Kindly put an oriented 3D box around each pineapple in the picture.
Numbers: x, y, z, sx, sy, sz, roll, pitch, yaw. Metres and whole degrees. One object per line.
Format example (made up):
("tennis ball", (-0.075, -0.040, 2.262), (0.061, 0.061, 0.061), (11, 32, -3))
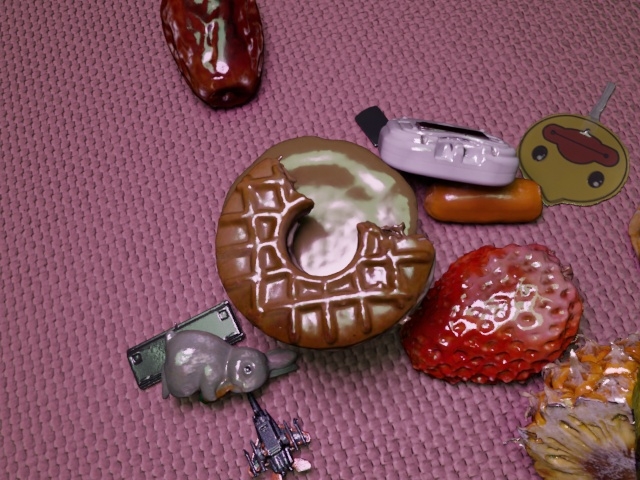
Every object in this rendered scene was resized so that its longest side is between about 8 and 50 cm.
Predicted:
("pineapple", (0.460, 0.276, 0.957), (0.209, 0.344, 0.286), (4, 34, 38))

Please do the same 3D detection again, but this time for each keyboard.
("keyboard", (-0.271, 0.205, 1.114), (0.230, 0.025, 0.094), (-26, 72, -4))

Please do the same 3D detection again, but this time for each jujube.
("jujube", (-0.240, -0.463, 1.263), (0.223, 0.223, 0.318), (-15, 77, 0))

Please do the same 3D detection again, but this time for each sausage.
("sausage", (0.329, -0.084, 1.128), (0.238, 0.098, 0.098), (1, 71, 4))

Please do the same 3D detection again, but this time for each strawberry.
("strawberry", (0.311, 0.136, 1.021), (0.336, 0.149, 0.265), (-24, 72, -2))

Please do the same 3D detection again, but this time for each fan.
("fan", (0.557, -0.207, 1.192), (0.229, 0.011, 0.335), (30, 78, 15))

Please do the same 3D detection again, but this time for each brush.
("brush", (0.148, -0.216, 1.230), (0.063, 0.016, 0.193), (-31, 70, -5))

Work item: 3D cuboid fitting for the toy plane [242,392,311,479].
("toy plane", (-0.097, 0.351, 1.027), (0.130, 0.061, 0.189), (-31, 71, -5))

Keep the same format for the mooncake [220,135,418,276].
("mooncake", (0.000, 0.000, 1.079), (0.378, 0.201, 0.379), (-2, 74, 8))

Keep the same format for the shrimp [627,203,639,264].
("shrimp", (0.672, 0.009, 1.080), (0.145, 0.059, 0.254), (17, 73, 14))

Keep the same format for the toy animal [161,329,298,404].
("toy animal", (-0.164, 0.234, 1.032), (0.251, 0.127, 0.125), (1, 49, -5))

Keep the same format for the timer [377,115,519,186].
("timer", (0.247, -0.179, 1.092), (0.261, 0.237, 0.087), (9, 109, -1))

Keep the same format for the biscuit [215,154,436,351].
("biscuit", (-0.011, 0.039, 0.908), (0.366, 0.115, 0.268), (28, 81, 16))
